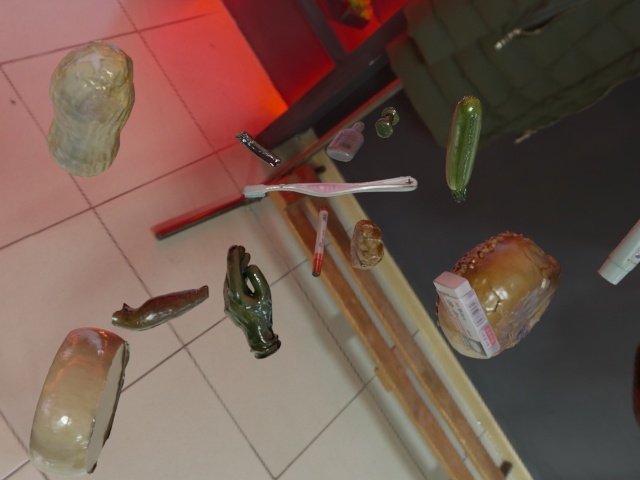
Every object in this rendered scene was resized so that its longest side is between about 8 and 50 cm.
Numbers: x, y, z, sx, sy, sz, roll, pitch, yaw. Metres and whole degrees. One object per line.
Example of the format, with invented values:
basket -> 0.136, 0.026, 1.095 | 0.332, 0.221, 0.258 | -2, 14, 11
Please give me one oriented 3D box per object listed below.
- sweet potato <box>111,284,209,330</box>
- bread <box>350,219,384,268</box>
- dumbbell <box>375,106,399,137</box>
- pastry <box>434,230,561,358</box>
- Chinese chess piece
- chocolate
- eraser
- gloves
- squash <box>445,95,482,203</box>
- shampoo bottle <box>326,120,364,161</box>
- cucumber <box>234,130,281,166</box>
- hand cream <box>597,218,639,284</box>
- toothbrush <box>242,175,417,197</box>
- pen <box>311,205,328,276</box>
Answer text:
sweet potato -> -0.457, 0.188, 1.730 | 0.286, 0.112, 0.085 | -23, 125, -9
bread -> 0.124, 0.014, 1.561 | 0.076, 0.233, 0.105 | -13, 66, -7
dumbbell -> 0.178, -0.315, 1.606 | 0.118, 0.046, 0.052 | -61, 134, -57
pastry -> 0.505, 0.152, 1.750 | 0.410, 0.409, 0.245 | -14, 47, -41
Chinese chess piece -> -0.410, 0.275, 1.044 | 0.103, 0.250, 0.249 | 13, 61, -9
chocolate -> -0.396, -0.215, 1.028 | 0.134, 0.309, 0.134 | 15, 57, -24
eraser -> 0.197, 0.100, 0.812 | 0.029, 0.052, 0.122 | -36, 113, -15
gloves -> -0.165, 0.140, 1.379 | 0.107, 0.135, 0.268 | -18, 93, -51
squash -> 0.313, -0.203, 1.337 | 0.066, 0.252, 0.066 | 1, 37, 0
shampoo bottle -> 0.082, -0.287, 1.728 | 0.080, 0.040, 0.165 | 18, 46, 16
cucumber -> -0.159, -0.229, 1.521 | 0.135, 0.034, 0.033 | 40, 71, -3
hand cream -> 0.727, -0.046, 1.308 | 0.085, 0.331, 0.058 | 28, 21, -9
toothbrush -> 0.012, -0.061, 0.700 | 0.204, 0.022, 0.017 | -4, 68, -2
pen -> 0.000, 0.000, 1.706 | 0.028, 0.028, 0.239 | 29, 47, -25
